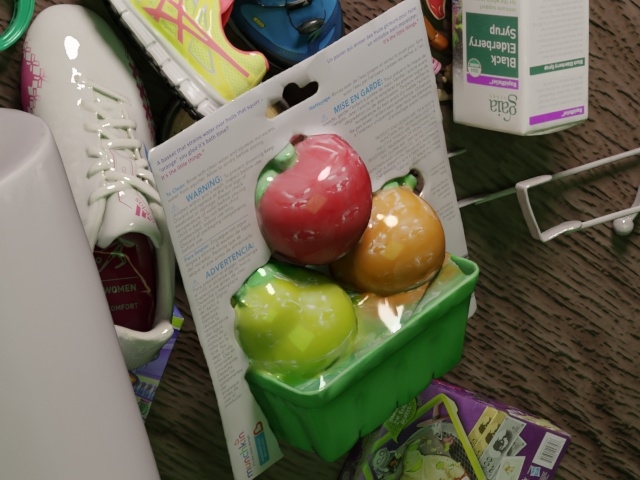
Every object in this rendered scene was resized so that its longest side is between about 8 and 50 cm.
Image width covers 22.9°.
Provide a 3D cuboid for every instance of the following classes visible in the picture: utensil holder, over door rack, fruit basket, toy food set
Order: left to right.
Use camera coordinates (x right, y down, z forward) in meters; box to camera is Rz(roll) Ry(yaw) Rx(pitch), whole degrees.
[{"bbox_3d":[-0.302,0.128,1.217,0.327,0.327,0.385,-17,113,-12],"label":"utensil holder"},{"bbox_3d":[0.000,0.000,1.422,0.327,0.165,0.353,-35,122,-32],"label":"fruit basket"},{"bbox_3d":[0.120,-0.194,1.520,0.078,0.019,0.122,-7,106,-14],"label":"toy food set"},{"bbox_3d":[0.297,-0.035,1.500,0.324,0.239,0.108,-5,100,-15],"label":"over door rack"}]

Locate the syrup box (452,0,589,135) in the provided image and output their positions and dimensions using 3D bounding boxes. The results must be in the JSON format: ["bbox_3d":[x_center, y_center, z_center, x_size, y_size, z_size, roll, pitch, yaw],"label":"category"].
[{"bbox_3d":[0.187,-0.223,1.479,0.096,0.093,0.237,-13,109,-39],"label":"syrup box"}]

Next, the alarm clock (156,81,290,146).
[{"bbox_3d":[-0.091,-0.110,1.456,0.129,0.064,0.192,-17,107,-7],"label":"alarm clock"}]

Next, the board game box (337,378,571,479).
[{"bbox_3d":[0.097,0.319,1.636,0.208,0.056,0.347,22,97,-24],"label":"board game box"}]

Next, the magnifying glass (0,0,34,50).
[{"bbox_3d":[-0.339,-0.174,1.337,0.231,0.026,0.092,-39,120,-34],"label":"magnifying glass"}]

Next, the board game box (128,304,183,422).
[{"bbox_3d":[-0.330,0.119,1.439,0.347,0.078,0.233,18,98,-20],"label":"board game box"}]

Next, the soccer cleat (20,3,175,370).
[{"bbox_3d":[-0.178,-0.054,1.362,0.116,0.143,0.331,-9,86,-23],"label":"soccer cleat"}]

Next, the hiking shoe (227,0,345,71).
[{"bbox_3d":[-0.056,-0.276,1.386,0.113,0.132,0.304,-27,110,-8],"label":"hiking shoe"}]

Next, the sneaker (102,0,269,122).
[{"bbox_3d":[-0.125,-0.197,1.392,0.094,0.081,0.208,-39,83,-4],"label":"sneaker"}]
